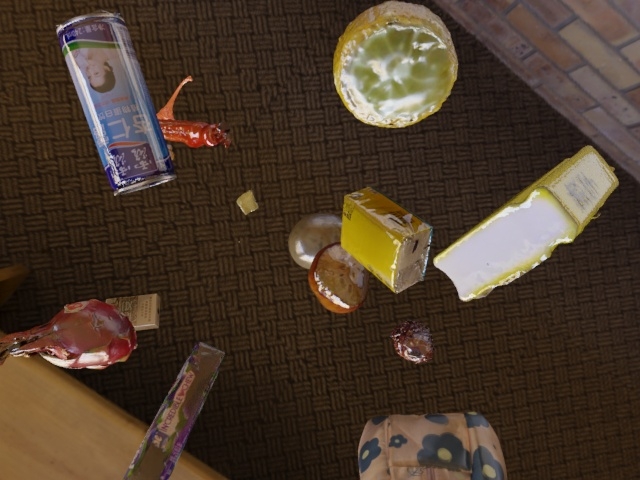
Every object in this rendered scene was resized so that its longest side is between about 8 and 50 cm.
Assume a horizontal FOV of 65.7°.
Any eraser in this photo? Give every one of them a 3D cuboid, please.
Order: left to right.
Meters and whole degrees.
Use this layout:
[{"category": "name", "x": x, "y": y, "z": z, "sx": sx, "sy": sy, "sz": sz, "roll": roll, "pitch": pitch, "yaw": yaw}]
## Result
[{"category": "eraser", "x": 0.248, "y": -0.024, "z": 0.581, "sx": 0.226, "sy": 0.158, "sz": 0.069, "roll": -28, "pitch": 81, "yaw": -45}]

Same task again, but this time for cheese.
[{"category": "cheese", "x": -0.216, "y": -0.116, "z": 1.464, "sx": 0.060, "sy": 0.084, "sz": 0.041, "roll": -31, "pitch": 135, "yaw": -3}]

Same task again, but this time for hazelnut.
[{"category": "hazelnut", "x": 0.043, "y": 0.107, "z": 1.439, "sx": 0.210, "sy": 0.186, "sz": 0.210, "roll": -3, "pitch": 83, "yaw": 30}]

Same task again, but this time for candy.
[{"category": "candy", "x": -0.247, "y": 0.312, "z": 0.799, "sx": 0.061, "sy": 0.088, "sz": 0.312, "roll": 30, "pitch": 53, "yaw": -12}, {"category": "candy", "x": 0.152, "y": -0.359, "z": 1.028, "sx": 0.260, "sy": 0.118, "sz": 0.259, "roll": 0, "pitch": 133, "yaw": 0}]

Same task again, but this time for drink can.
[{"category": "drink can", "x": -0.287, "y": -0.190, "z": 0.705, "sx": 0.097, "sy": 0.097, "sz": 0.235, "roll": -18, "pitch": 99, "yaw": -9}]

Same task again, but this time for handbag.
[{"category": "handbag", "x": 0.143, "y": 0.359, "z": 0.592, "sx": 0.190, "sy": 0.193, "sz": 0.251, "roll": -7, "pitch": 106, "yaw": 14}]

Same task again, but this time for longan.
[{"category": "longan", "x": 0.000, "y": 0.000, "z": 1.879, "sx": 0.248, "sy": 0.248, "sz": 0.248, "roll": 0, "pitch": 90, "yaw": -9}]

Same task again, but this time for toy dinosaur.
[{"category": "toy dinosaur", "x": -0.463, "y": -0.370, "z": 1.490, "sx": 0.279, "sy": 0.055, "sz": 0.101, "roll": -45, "pitch": 61, "yaw": 6}]

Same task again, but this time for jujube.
[{"category": "jujube", "x": 0.225, "y": 0.245, "z": 1.177, "sx": 0.104, "sy": 0.166, "sz": 0.104, "roll": 0, "pitch": 96, "yaw": -3}]

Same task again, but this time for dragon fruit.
[{"category": "dragon fruit", "x": -0.329, "y": 0.124, "z": 0.635, "sx": 0.191, "sy": 0.094, "sz": 0.094, "roll": 1, "pitch": 90, "yaw": -40}]

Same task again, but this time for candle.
[{"category": "candle", "x": -0.291, "y": -0.222, "z": 1.013, "sx": 0.048, "sy": 0.329, "sz": 0.051, "roll": 37, "pitch": 74, "yaw": -46}]

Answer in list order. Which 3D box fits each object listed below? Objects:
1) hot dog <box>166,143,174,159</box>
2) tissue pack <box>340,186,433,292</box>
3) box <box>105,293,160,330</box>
[{"category": "hot dog", "x": -0.568, "y": -0.301, "z": 1.753, "sx": 0.090, "sy": 0.140, "sz": 0.060, "roll": 11, "pitch": 115, "yaw": 31}, {"category": "tissue pack", "x": 0.109, "y": -0.005, "z": 0.870, "sx": 0.082, "sy": 0.169, "sz": 0.120, "roll": -17, "pitch": 128, "yaw": -27}, {"category": "box", "x": -0.301, "y": 0.117, "z": 0.794, "sx": 0.083, "sy": 0.024, "sz": 0.053, "roll": -7, "pitch": 63, "yaw": -2}]
